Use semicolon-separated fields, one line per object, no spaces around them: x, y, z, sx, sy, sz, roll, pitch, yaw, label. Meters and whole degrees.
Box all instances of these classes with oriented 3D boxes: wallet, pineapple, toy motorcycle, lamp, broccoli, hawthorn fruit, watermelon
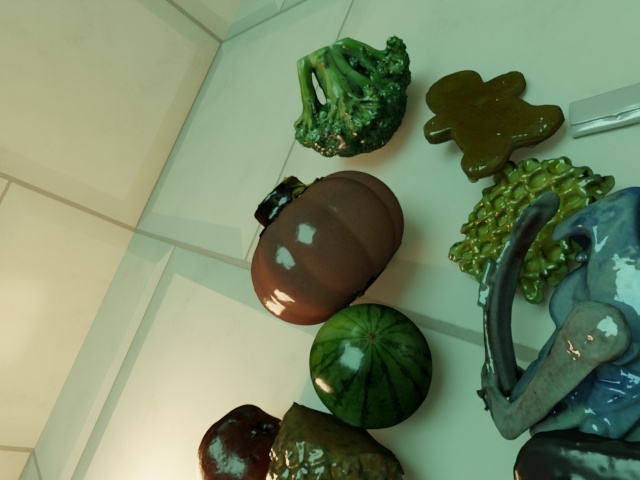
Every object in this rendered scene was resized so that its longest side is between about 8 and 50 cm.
0.430;-0.192;0.644;0.122;0.025;0.061;-8;69;46;wallet
-0.009;0.435;0.617;0.202;0.202;0.362;6;76;50;pineapple
0.286;0.077;0.473;0.241;0.182;0.319;27;102;26;toy motorcycle
0.000;0.000;0.792;0.239;0.305;0.305;45;109;5;lamp
0.065;-0.308;0.964;0.294;0.245;0.265;-29;23;2;broccoli
-0.141;0.417;0.807;0.185;0.185;0.202;34;107;52;hawthorn fruit
0.077;0.196;0.688;0.187;0.215;0.188;-2;55;3;watermelon

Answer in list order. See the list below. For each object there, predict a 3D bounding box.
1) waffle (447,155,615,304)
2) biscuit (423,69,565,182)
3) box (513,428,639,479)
0.308;-0.024;0.654;0.224;0.054;0.204;-60;27;1;waffle
0.282;-0.223;0.789;0.196;0.049;0.302;-29;40;7;biscuit
0.332;0.331;0.305;0.350;0.091;0.360;-14;78;42;box
